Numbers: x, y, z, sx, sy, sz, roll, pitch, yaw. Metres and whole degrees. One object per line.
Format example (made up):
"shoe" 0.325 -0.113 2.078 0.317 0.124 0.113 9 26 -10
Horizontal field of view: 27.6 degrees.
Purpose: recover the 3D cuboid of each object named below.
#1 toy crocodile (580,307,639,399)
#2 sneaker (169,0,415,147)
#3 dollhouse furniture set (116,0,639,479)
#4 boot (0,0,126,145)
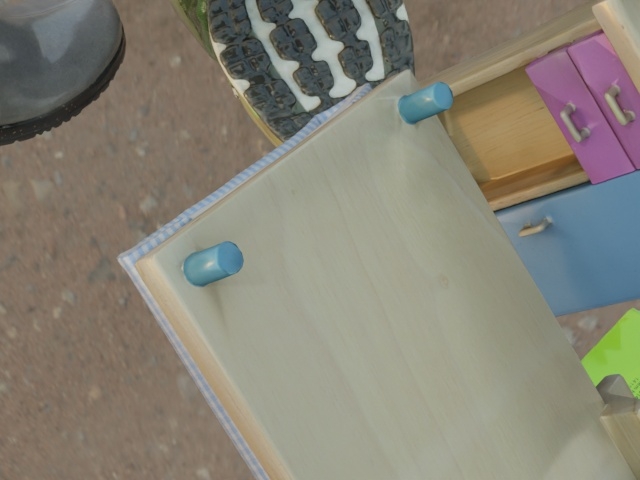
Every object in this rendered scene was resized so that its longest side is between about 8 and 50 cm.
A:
"toy crocodile" 0.145 0.175 0.872 0.115 0.105 0.340 29 60 28
"sneaker" -0.036 -0.174 1.101 0.158 0.182 0.410 -21 52 -10
"dollhouse furniture set" 0.000 0.000 0.505 0.303 0.198 0.286 -41 103 -37
"boot" -0.283 -0.178 1.012 0.118 0.223 0.338 30 49 23
